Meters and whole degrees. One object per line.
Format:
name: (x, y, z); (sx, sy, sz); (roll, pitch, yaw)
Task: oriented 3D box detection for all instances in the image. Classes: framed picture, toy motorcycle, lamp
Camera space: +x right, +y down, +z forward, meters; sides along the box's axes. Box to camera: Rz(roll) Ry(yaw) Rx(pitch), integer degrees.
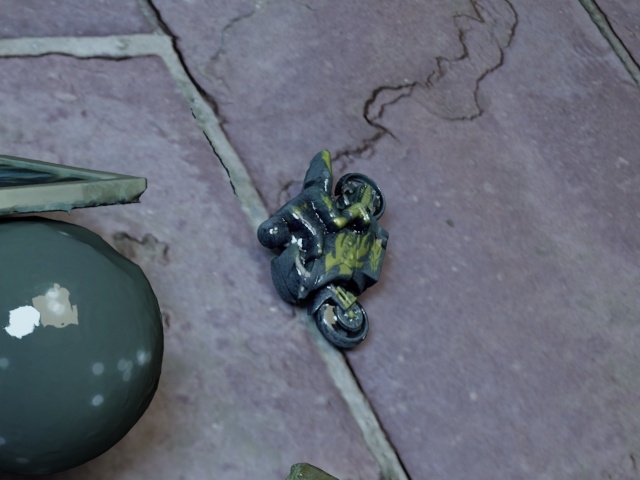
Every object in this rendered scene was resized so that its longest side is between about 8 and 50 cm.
framed picture: (-0.315, -0.034, 1.029); (0.315, 0.232, 0.024); (-7, 101, -39)
toy motorcycle: (0.000, 0.000, 1.300); (0.124, 0.061, 0.193); (27, 51, -22)
lamp: (-0.257, 0.046, 1.032); (0.314, 0.182, 0.182); (25, 39, 19)

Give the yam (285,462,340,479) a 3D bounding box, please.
yam: (0.076, 0.257, 1.129); (0.253, 0.061, 0.061); (30, 43, -7)
